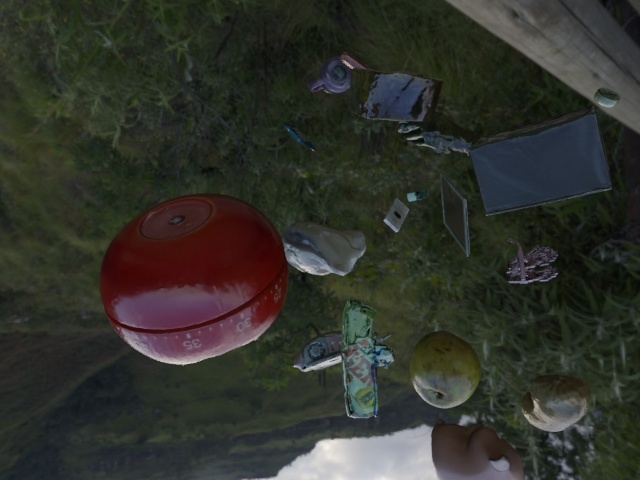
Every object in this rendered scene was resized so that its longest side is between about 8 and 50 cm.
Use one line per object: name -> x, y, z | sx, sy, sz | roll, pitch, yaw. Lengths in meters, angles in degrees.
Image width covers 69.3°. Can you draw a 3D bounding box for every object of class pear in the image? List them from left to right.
pear -> 0.516, 0.545, 1.934 | 0.303, 0.305, 0.304 | 2, 172, 0

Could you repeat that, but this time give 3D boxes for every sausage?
sausage -> 0.116, -0.527, 1.405 | 0.147, 0.035, 0.030 | 22, 139, -35

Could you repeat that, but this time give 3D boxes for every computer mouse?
computer mouse -> 0.072, 0.386, 1.725 | 0.388, 0.115, 0.199 | -21, 162, 3

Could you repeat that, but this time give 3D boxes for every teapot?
teapot -> 0.039, -0.543, 1.583 | 0.116, 0.148, 0.146 | 38, 178, -12

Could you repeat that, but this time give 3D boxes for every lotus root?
lotus root -> 0.193, -0.361, 1.153 | 0.234, 0.119, 0.138 | 3, -160, -8

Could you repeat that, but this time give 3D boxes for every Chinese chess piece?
Chinese chess piece -> 1.021, -0.510, 1.648 | 0.084, 0.084, 0.034 | 3, 142, -10

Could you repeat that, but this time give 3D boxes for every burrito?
burrito -> 0.092, 0.238, 0.898 | 0.104, 0.288, 0.054 | 0, -157, 12

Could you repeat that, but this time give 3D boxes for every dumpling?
dumpling -> 0.000, 0.000, 1.509 | 0.242, 0.187, 0.318 | -36, -145, -26

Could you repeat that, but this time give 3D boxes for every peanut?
peanut -> 0.622, 0.434, 1.240 | 0.122, 0.137, 0.253 | -25, 145, -15

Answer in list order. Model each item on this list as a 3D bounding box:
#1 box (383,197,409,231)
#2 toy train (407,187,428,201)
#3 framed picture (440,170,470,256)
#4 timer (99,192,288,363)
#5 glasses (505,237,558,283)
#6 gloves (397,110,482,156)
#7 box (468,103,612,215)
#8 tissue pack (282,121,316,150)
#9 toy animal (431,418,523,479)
box -> 0.377, -0.126, 2.291 | 0.090, 0.167, 0.024 | 40, 141, -10
toy train -> 0.333, -0.157, 1.577 | 0.053, 0.033, 0.083 | -8, -170, 32
framed picture -> 0.461, -0.099, 1.594 | 0.015, 0.217, 0.273 | -12, -153, 3
timer -> -0.257, 0.065, 0.964 | 0.377, 0.280, 0.378 | -6, -147, 4
glasses -> 0.704, 0.062, 1.543 | 0.162, 0.096, 0.255 | -5, -155, 26
gloves -> 0.365, -0.336, 1.437 | 0.267, 0.136, 0.107 | 19, 165, 16
box -> 0.449, -0.163, 0.947 | 0.231, 0.149, 0.155 | -12, -166, 34
tissue pack -> -0.078, -0.380, 1.699 | 0.028, 0.138, 0.085 | -51, 158, 21
toy animal -> 0.444, 0.621, 1.309 | 0.256, 0.195, 0.213 | -19, -166, 37
